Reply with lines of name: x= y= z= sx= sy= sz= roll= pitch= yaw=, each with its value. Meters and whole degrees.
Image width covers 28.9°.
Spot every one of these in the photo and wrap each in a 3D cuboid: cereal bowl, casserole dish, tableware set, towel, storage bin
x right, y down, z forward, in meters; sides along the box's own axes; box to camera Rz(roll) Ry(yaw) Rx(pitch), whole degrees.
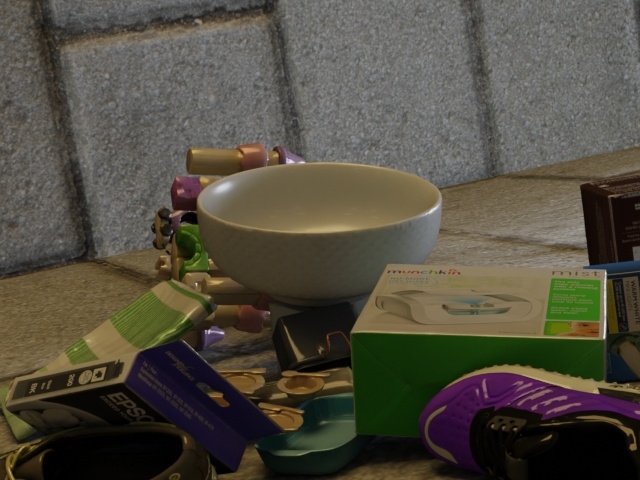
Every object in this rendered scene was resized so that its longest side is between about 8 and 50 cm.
cereal bowl: x=0.000 y=0.000 z=1.728 sx=0.339 sy=0.141 sz=0.339 roll=-2 pitch=19 yaw=1
casserole dish: x=0.005 y=0.215 z=1.368 sx=0.114 sy=0.037 sz=0.188 roll=-4 pitch=11 yaw=26
tableware set: x=-0.073 y=0.178 z=1.406 sx=0.141 sy=0.020 sz=0.169 roll=4 pitch=18 yaw=15
towel: x=-0.313 y=0.161 z=1.778 sx=0.325 sy=0.038 sz=0.248 roll=-32 pitch=15 yaw=-16
storage bin: x=0.003 y=0.136 z=1.622 sx=0.135 sy=0.091 sz=0.098 roll=-13 pitch=-32 yaw=-21

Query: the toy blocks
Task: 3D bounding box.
toy blocks: x=-0.105 y=0.024 z=2.004 sx=0.260 sy=0.289 sz=0.309 roll=0 pitch=-24 yaw=-21

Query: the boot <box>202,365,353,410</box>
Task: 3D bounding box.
boot: x=-0.056 y=0.203 z=1.484 sx=0.208 sy=0.076 sz=0.189 roll=-2 pitch=10 yaw=0

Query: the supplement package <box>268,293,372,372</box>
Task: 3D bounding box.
supplement package: x=0.031 y=0.124 z=1.767 sx=0.179 sy=0.105 sz=0.105 roll=-15 pitch=13 yaw=-33

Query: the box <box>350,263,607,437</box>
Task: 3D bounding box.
box: x=0.183 y=0.121 z=1.365 sx=0.262 sy=0.127 sz=0.231 roll=1 pitch=18 yaw=14

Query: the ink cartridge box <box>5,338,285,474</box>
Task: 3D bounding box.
ink cartridge box: x=-0.175 y=0.184 z=1.266 sx=0.208 sy=0.045 sz=0.206 roll=-15 pitch=-40 yaw=25

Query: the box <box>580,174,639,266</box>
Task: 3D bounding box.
box: x=0.520 y=-0.012 z=1.956 sx=0.168 sy=0.167 sz=0.203 roll=-9 pitch=8 yaw=0

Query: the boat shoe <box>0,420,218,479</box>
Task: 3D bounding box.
boat shoe: x=-0.257 y=0.236 z=1.219 sx=0.305 sy=0.091 sz=0.109 roll=-7 pitch=48 yaw=5

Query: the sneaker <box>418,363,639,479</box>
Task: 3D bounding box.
sneaker: x=0.197 y=0.185 z=1.145 sx=0.293 sy=0.102 sz=0.146 roll=-3 pitch=11 yaw=38

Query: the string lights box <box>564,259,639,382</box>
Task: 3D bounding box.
string lights box: x=0.417 y=0.089 z=1.470 sx=0.259 sy=0.133 sz=0.077 roll=-8 pitch=7 yaw=14
